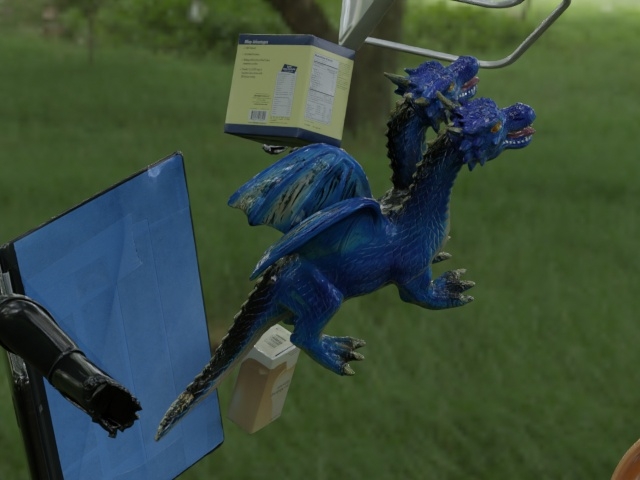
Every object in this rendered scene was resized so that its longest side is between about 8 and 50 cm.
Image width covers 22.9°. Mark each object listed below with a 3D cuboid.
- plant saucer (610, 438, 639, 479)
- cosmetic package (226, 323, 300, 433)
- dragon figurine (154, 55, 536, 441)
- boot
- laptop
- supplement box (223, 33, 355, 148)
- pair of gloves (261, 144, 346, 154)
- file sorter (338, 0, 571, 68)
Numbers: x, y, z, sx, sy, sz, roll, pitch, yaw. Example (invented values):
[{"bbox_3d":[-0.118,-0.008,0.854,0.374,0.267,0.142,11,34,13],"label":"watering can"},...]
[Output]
[{"bbox_3d":[0.339,0.236,1.322,0.200,0.200,0.037,3,9,20],"label":"plant saucer"},{"bbox_3d":[-0.064,0.159,1.812,0.041,0.115,0.060,33,37,24],"label":"cosmetic package"},{"bbox_3d":[0.000,0.000,0.941,0.289,0.144,0.085,-27,40,5],"label":"dragon figurine"},{"bbox_3d":[-0.195,0.097,1.212,0.099,0.045,0.121,32,-14,47],"label":"boot"},{"bbox_3d":[-0.184,0.176,1.580,0.236,0.382,0.408,-13,28,-12],"label":"laptop"},{"bbox_3d":[-0.025,-0.121,1.288,0.083,0.083,0.056,7,-4,40],"label":"supplement box"},{"bbox_3d":[-0.017,-0.098,1.696,0.083,0.010,0.074,12,18,21],"label":"pair of gloves"},{"bbox_3d":[0.136,-0.322,1.467,0.173,0.278,0.193,11,-20,-13],"label":"file sorter"}]
